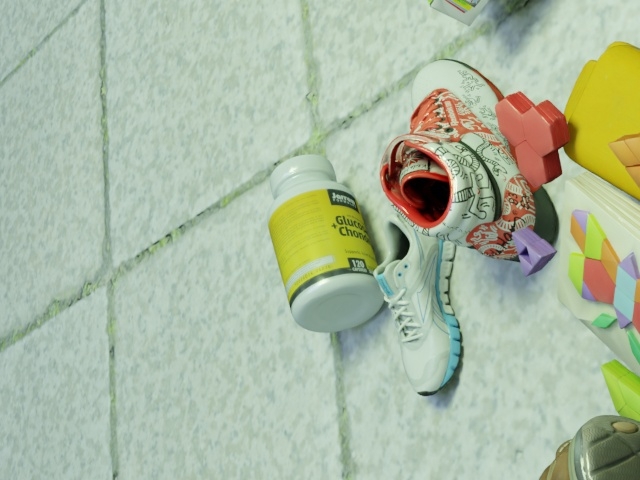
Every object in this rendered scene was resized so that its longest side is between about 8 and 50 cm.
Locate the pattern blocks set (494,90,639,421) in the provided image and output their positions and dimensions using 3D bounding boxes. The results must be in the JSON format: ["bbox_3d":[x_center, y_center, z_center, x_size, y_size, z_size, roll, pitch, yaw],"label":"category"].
[{"bbox_3d":[0.245,0.039,1.030,0.325,0.026,0.285,36,144,55],"label":"pattern blocks set"}]

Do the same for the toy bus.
[{"bbox_3d":[0.304,-0.063,1.025,0.332,0.130,0.108,41,113,50],"label":"toy bus"}]

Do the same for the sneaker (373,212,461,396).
[{"bbox_3d":[0.087,0.060,1.325,0.071,0.083,0.191,-24,63,47],"label":"sneaker"}]

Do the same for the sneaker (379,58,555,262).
[{"bbox_3d":[0.115,-0.097,1.278,0.090,0.145,0.270,-52,43,32],"label":"sneaker"}]

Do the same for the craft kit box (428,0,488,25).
[{"bbox_3d":[0.173,-0.373,1.303,0.246,0.061,0.250,-51,27,28],"label":"craft kit box"}]

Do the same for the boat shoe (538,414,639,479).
[{"bbox_3d":[0.243,0.303,1.029,0.116,0.123,0.324,-45,42,49],"label":"boat shoe"}]

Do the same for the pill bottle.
[{"bbox_3d":[0.000,0.000,1.440,0.103,0.103,0.184,-45,48,37],"label":"pill bottle"}]
